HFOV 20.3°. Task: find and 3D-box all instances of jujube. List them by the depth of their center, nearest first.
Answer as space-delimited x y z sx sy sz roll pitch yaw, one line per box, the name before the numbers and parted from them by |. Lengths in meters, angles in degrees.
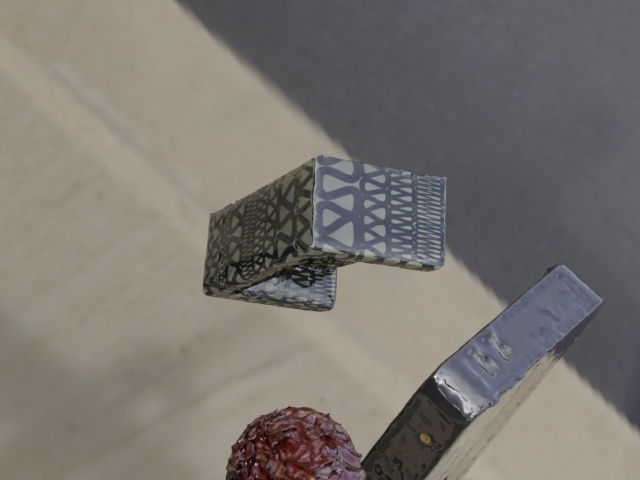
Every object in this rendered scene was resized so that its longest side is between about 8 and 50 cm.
jujube | -0.012 0.163 1.207 0.104 0.166 0.104 -1 92 -18

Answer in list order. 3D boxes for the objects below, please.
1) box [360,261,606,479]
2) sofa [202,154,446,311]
box | 0.090 0.171 1.461 0.058 0.350 0.211 45 44 12
sofa | 0.000 0.000 0.709 0.060 0.118 0.039 7 78 -23
